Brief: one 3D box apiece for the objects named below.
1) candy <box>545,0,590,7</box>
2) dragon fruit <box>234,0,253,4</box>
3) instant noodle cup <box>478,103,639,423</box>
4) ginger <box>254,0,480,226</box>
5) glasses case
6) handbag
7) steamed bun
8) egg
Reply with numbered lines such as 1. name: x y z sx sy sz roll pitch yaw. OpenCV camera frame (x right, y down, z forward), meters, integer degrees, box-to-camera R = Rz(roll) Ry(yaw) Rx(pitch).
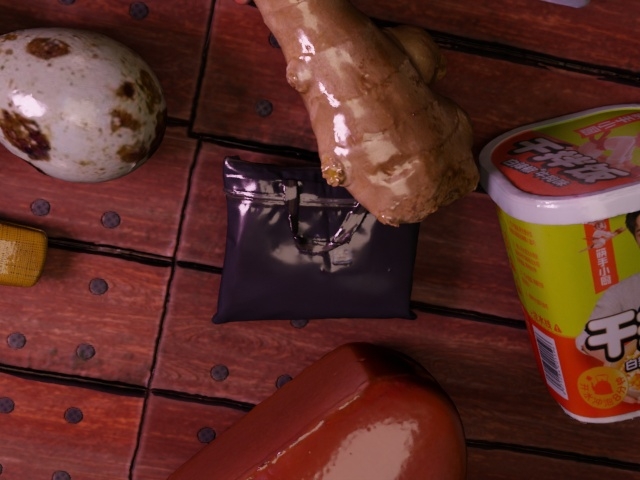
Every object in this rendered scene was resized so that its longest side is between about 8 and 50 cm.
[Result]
1. candy: 0.271 -0.367 1.851 0.138 0.071 0.174 10 102 -12
2. dragon fruit: -0.087 -0.335 1.803 0.112 0.068 0.126 -22 117 -11
3. instant noodle cup: 0.346 0.031 1.883 0.294 0.294 0.308 -14 114 -6
4. ginger: 0.060 -0.203 1.786 0.236 0.166 0.375 -26 109 -23
5. glasses case: -0.433 0.002 1.829 0.234 0.064 0.079 12 100 -13
6. handbag: 0.000 0.000 1.893 0.254 0.089 0.211 0 110 -11
7. steamed bun: 0.012 0.313 1.896 0.379 0.235 0.248 -37 105 1
8. egg: -0.283 -0.155 1.761 0.231 0.169 0.169 21 100 -11
